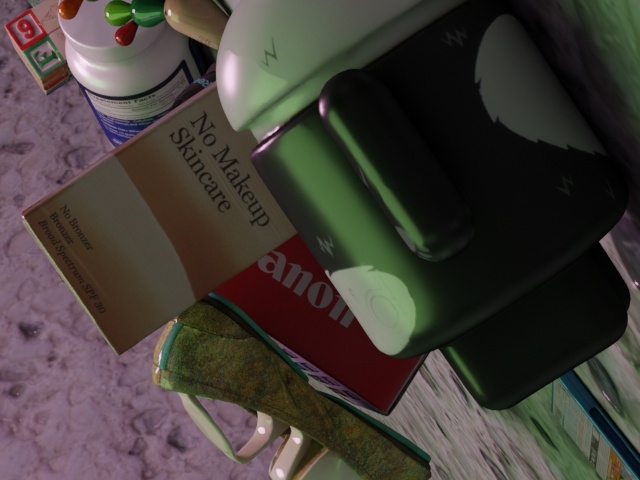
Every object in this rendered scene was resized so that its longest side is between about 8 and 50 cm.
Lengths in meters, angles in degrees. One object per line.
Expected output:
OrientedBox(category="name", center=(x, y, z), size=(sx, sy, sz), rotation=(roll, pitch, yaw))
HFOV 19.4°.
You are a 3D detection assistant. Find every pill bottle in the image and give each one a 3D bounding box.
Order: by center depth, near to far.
OrientedBox(category="pill bottle", center=(-0.220, -0.214, 2.265), size=(0.153, 0.153, 0.265), rotation=(52, 171, 28))

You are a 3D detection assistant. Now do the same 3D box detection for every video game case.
OrientedBox(category="video game case", center=(0.242, 0.183, 1.519), size=(0.166, 0.015, 0.119), rotation=(53, 172, 21))

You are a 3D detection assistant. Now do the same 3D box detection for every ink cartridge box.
OrientedBox(category="ink cartridge box", center=(-0.039, 0.034, 1.841), size=(0.309, 0.130, 0.272), rotation=(34, 174, -9))

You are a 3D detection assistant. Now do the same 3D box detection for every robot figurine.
OrientedBox(category="robot figurine", center=(0.064, -0.047, 1.052), size=(0.278, 0.173, 0.209), rotation=(56, 156, -1))

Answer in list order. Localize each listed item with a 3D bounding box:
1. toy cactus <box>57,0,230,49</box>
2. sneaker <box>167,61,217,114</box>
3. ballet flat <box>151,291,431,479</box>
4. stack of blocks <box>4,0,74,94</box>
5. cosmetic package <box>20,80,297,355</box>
OrientedBox(category="toy cactus", center=(-0.173, -0.258, 1.932), size=(0.180, 0.112, 0.219), rotation=(35, 143, 2))
OrientedBox(category="sneaker", center=(-0.068, -0.061, 2.024), size=(0.267, 0.106, 0.101), rotation=(55, 144, -5))
OrientedBox(category="ballet flat", center=(-0.032, 0.174, 1.777), size=(0.348, 0.123, 0.123), rotation=(40, -176, -37))
OrientedBox(category="stack of blocks", center=(-0.344, -0.297, 2.648), size=(0.087, 0.171, 0.297), rotation=(56, 174, -4))
OrientedBox(category="cosmetic package", center=(-0.098, -0.045, 1.627), size=(0.153, 0.296, 0.129), rotation=(55, 173, -6))
